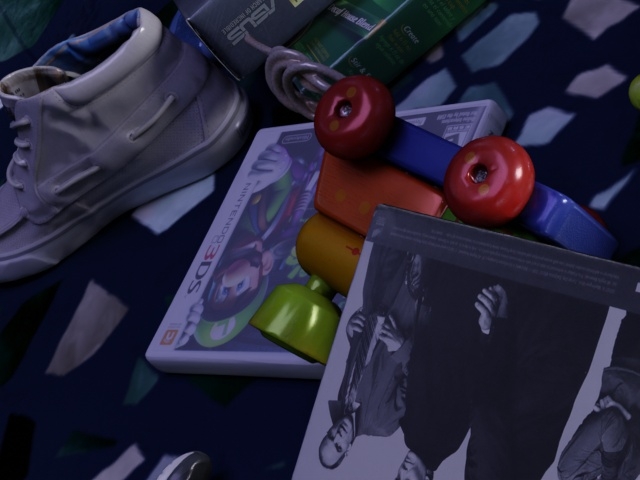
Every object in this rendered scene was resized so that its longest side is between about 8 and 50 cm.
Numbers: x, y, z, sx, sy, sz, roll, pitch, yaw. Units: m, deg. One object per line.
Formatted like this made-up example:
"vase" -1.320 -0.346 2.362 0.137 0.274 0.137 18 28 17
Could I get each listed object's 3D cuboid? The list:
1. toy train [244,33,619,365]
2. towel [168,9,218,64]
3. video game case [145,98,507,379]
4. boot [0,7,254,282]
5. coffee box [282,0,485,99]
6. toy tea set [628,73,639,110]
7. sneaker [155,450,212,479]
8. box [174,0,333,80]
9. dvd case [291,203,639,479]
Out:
"toy train" 0.010 -0.003 0.731 0.248 0.105 0.143 30 88 40
"towel" -0.064 -0.159 1.053 0.119 0.029 0.067 -15 46 36
"video game case" 0.000 0.000 0.836 0.190 0.022 0.173 -3 54 44
"boot" -0.179 -0.068 0.999 0.258 0.123 0.095 -28 39 24
"coffee box" 0.052 -0.164 0.929 0.184 0.040 0.113 -39 34 9
"toy tea set" 0.290 -0.083 0.578 0.200 0.124 0.336 -27 23 -26
"sneaker" -0.073 0.150 0.761 0.035 0.031 0.083 13 69 36
"box" 0.000 -0.222 0.960 0.232 0.059 0.183 -41 26 5
"dvd case" 0.055 0.116 0.574 0.179 0.029 0.239 16 90 46
